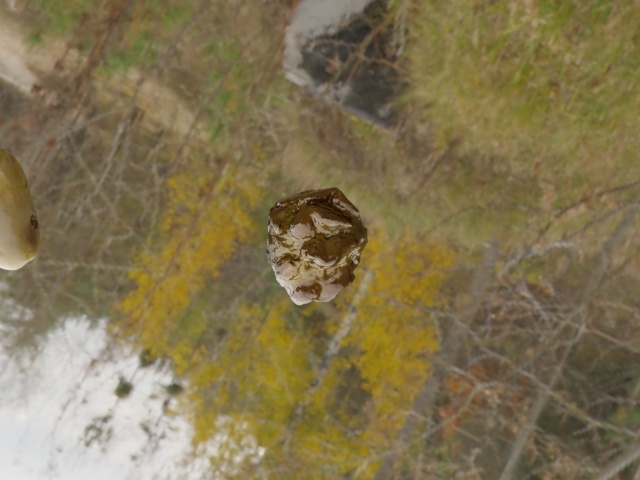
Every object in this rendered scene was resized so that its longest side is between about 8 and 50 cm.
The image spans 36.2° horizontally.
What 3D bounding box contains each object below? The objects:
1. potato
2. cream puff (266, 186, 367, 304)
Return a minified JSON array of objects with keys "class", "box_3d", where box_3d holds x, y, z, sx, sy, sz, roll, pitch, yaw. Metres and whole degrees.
[{"class":"potato","box_3d":[-0.581,-0.057,1.764,0.146,0.234,0.150,6,-150,22]},{"class":"cream puff","box_3d":[0.000,0.000,0.921,0.094,0.116,0.122,-10,139,11]}]
